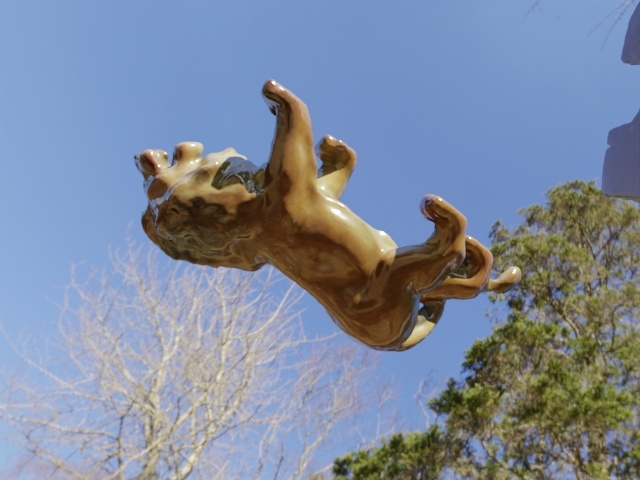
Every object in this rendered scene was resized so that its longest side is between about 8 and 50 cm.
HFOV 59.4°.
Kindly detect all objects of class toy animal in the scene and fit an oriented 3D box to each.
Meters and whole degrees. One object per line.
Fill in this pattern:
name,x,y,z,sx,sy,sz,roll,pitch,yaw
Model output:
toy animal,0.000,0.000,0.437,0.312,0.097,0.158,36,-89,0

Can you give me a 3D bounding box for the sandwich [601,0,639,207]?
sandwich,0.273,-0.122,0.347,0.122,0.128,0.236,8,-81,0
